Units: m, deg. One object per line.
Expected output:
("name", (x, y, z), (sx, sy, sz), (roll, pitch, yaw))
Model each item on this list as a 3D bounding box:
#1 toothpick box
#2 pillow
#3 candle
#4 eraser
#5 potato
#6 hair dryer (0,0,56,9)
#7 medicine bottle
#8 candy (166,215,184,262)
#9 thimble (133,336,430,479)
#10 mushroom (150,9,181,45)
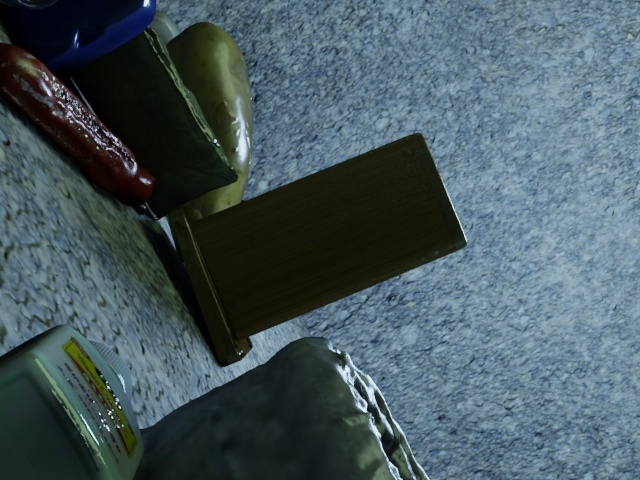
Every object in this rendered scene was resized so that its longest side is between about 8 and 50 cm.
("toothpick box", (0.000, 0.000, 1.199), (0.187, 0.308, 0.190), (71, -2, -88))
("pillow", (-0.218, -0.176, 1.154), (0.185, 0.075, 0.302), (-20, -78, 51))
("candle", (-0.219, -0.092, 0.934), (0.051, 0.048, 0.329), (46, -4, 19))
("eraser", (-0.297, -0.344, 1.019), (0.332, 0.155, 0.101), (61, -1, 1))
("potato", (-0.161, -0.153, 1.403), (0.191, 0.141, 0.296), (-162, -106, -72))
("hair dryer", (-0.345, -0.344, 0.833), (0.298, 0.119, 0.296), (43, 5, -42))
("medicine bottle", (-0.117, 0.080, 0.444), (0.074, 0.055, 0.118), (59, 0, -5))
("candy", (-0.221, -0.117, 1.292), (0.097, 0.097, 0.323), (60, 8, -70))
("thimble", (-0.001, 0.181, 0.501), (0.245, 0.157, 0.217), (60, -1, 19))
("mushroom", (-0.293, -0.292, 1.575), (0.122, 0.159, 0.329), (36, 5, -23))
